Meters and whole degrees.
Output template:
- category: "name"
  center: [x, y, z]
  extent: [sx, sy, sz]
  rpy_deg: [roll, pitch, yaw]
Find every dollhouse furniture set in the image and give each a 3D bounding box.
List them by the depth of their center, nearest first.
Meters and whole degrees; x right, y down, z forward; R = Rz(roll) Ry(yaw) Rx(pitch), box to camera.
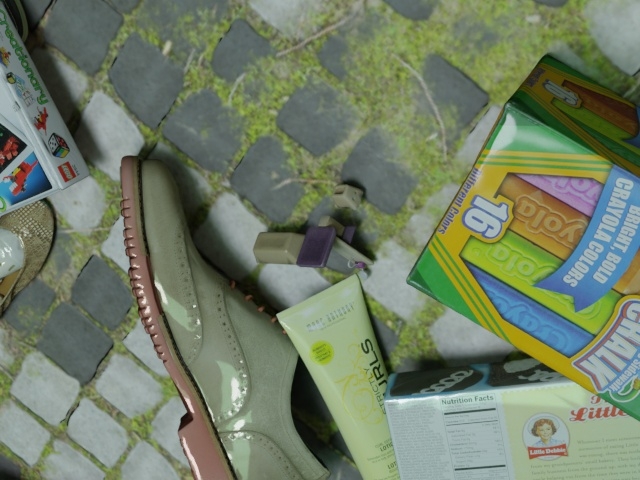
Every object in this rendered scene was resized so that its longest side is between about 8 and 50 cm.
- category: "dollhouse furniture set"
  center: [0.000, 0.000, 1.025]
  extent: [0.114, 0.091, 0.081]
  rpy_deg: [1, 155, 44]

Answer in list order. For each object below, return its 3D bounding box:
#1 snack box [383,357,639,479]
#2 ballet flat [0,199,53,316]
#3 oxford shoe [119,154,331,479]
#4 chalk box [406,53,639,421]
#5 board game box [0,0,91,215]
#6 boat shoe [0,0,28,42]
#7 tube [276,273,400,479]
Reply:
- category: "snack box"
  center: [0.234, 0.202, 0.958]
  extent: [0.322, 0.060, 0.187]
  rpy_deg: [-8, 108, 14]
- category: "ballet flat"
  center: [-0.365, 0.038, 1.148]
  extent: [0.073, 0.067, 0.206]
  rpy_deg: [38, 119, 5]
- category: "oxford shoe"
  center: [-0.103, 0.091, 1.057]
  extent: [0.147, 0.140, 0.396]
  rpy_deg: [-18, 99, -6]
- category: "chalk box"
  center: [0.251, 0.008, 0.834]
  extent: [0.289, 0.180, 0.179]
  rpy_deg: [30, 119, 7]
- category: "board game box"
  center: [-0.402, -0.106, 1.091]
  extent: [0.305, 0.053, 0.192]
  rpy_deg: [-16, 105, 34]
- category: "boat shoe"
  center: [-0.354, -0.261, 1.034]
  extent: [0.056, 0.049, 0.152]
  rpy_deg: [-28, 99, 28]
- category: "tube"
  center: [0.040, 0.161, 1.040]
  extent: [0.062, 0.070, 0.240]
  rpy_deg: [-15, 104, 32]
